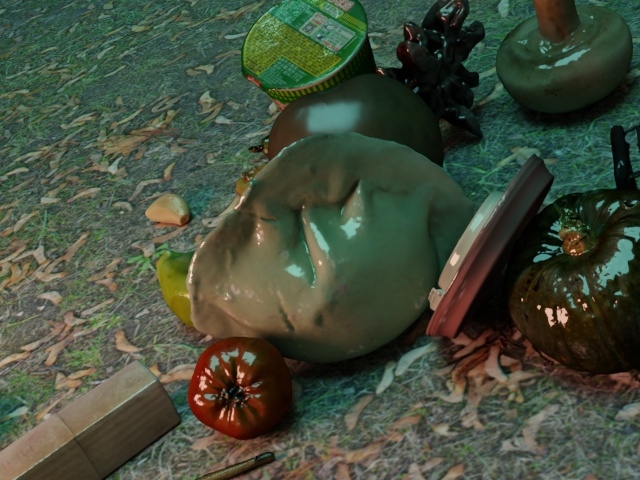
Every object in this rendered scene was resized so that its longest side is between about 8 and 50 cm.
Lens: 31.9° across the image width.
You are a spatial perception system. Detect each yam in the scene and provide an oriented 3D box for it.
[{"bbox_3d":[-0.103,0.265,1.289,0.107,0.014,0.014,-22,30,3],"label":"yam"}]

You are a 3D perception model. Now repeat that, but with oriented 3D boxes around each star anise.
[{"bbox_3d":[0.171,-0.249,1.707,0.129,0.212,0.283,13,45,41],"label":"star anise"}]

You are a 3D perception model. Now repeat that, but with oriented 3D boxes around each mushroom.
[{"bbox_3d":[0.357,-0.304,1.675,0.207,0.215,0.207,-14,40,12],"label":"mushroom"}]

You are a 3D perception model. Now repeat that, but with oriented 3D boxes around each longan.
[{"bbox_3d":[0.048,-0.119,1.557,0.248,0.248,0.248,-17,31,11],"label":"longan"}]

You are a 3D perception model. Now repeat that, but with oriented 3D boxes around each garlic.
[{"bbox_3d":[-0.248,-0.052,1.867,0.083,0.041,0.053,14,51,36],"label":"garlic"}]

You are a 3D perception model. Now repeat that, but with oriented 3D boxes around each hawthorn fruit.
[{"bbox_3d":[-0.094,0.167,1.335,0.125,0.125,0.140,-14,33,16],"label":"hawthorn fruit"}]

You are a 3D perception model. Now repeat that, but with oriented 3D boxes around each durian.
[{"bbox_3d":[-0.129,0.062,1.542,0.250,0.101,0.139,7,42,40],"label":"durian"}]

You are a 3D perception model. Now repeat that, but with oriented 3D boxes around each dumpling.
[{"bbox_3d":[-0.002,0.018,1.392,0.320,0.270,0.212,-45,10,-23],"label":"dumpling"}]

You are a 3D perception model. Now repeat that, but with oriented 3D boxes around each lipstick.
[{"bbox_3d":[-0.347,0.288,1.359,0.371,0.080,0.076,-34,31,-18],"label":"lipstick"}]

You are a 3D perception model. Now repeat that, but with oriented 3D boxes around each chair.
[{"bbox_3d":[0.371,-0.061,1.351,0.221,0.145,0.140,-14,31,19],"label":"chair"}]

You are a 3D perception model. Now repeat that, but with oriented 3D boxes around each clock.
[{"bbox_3d":[0.191,0.009,1.303,0.056,0.244,0.244,33,53,12],"label":"clock"}]

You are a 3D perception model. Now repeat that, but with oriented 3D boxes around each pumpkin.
[{"bbox_3d":[0.304,0.038,1.220,0.224,0.157,0.223,-27,35,20],"label":"pumpkin"}]

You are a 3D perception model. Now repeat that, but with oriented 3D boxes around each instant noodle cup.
[{"bbox_3d":[0.008,-0.240,1.760,0.207,0.232,0.207,-11,53,15],"label":"instant noodle cup"}]

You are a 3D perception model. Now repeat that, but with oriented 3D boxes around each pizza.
[{"bbox_3d":[-0.061,-0.107,1.816,0.175,0.046,0.134,-5,35,29],"label":"pizza"}]

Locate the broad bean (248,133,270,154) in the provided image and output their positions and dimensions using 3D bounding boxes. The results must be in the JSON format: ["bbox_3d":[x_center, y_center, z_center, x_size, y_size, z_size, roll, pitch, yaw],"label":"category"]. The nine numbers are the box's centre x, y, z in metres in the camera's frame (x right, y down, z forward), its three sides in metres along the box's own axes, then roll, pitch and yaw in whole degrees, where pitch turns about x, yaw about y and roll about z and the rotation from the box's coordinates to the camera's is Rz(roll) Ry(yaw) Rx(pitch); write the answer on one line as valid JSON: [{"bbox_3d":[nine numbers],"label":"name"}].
[{"bbox_3d":[-0.015,-0.185,1.916,0.227,0.039,0.069,-15,25,16],"label":"broad bean"}]
